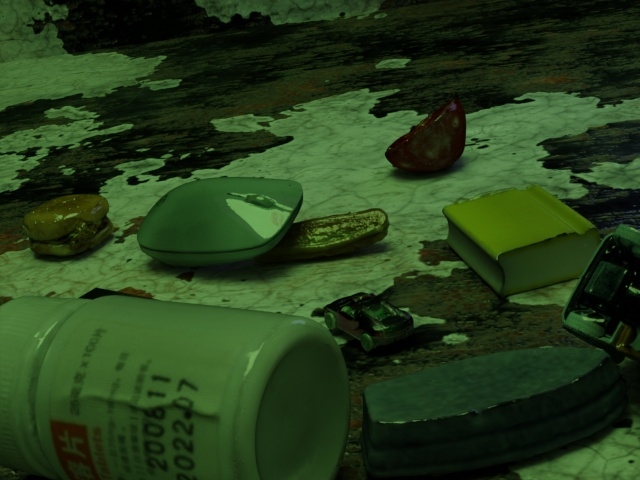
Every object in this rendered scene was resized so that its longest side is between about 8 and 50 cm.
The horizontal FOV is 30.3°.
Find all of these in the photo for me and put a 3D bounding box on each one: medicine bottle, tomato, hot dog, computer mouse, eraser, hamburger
[{"bbox_3d":[-0.173,0.165,1.210,0.371,0.211,0.211,3,25,31],"label":"medicine bottle"},{"bbox_3d":[0.195,-0.166,2.047,0.159,0.091,0.139,-34,8,12],"label":"tomato"},{"bbox_3d":[0.000,0.000,1.767,0.215,0.047,0.066,-13,51,8],"label":"hot dog"},{"bbox_3d":[-0.162,-0.041,1.792,0.288,0.097,0.159,-9,37,40],"label":"computer mouse"},{"bbox_3d":[0.276,-0.007,1.632,0.158,0.069,0.226,-16,22,-9],"label":"eraser"},{"bbox_3d":[-0.424,-0.026,1.980,0.147,0.083,0.138,1,28,33],"label":"hamburger"}]

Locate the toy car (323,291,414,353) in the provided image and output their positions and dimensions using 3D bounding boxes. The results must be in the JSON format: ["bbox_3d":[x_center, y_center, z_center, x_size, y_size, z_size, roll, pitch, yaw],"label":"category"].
[{"bbox_3d":[0.059,0.095,1.492,0.069,0.055,0.142,-18,24,-28],"label":"toy car"}]

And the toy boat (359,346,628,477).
[{"bbox_3d":[0.178,0.173,1.212,0.283,0.078,0.127,-12,18,-3],"label":"toy boat"}]

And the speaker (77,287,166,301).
[{"bbox_3d":[-0.255,0.113,1.600,0.218,0.044,0.082,7,28,37],"label":"speaker"}]

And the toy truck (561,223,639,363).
[{"bbox_3d":[0.393,0.095,1.212,0.133,0.184,0.338,-60,26,-2],"label":"toy truck"}]
